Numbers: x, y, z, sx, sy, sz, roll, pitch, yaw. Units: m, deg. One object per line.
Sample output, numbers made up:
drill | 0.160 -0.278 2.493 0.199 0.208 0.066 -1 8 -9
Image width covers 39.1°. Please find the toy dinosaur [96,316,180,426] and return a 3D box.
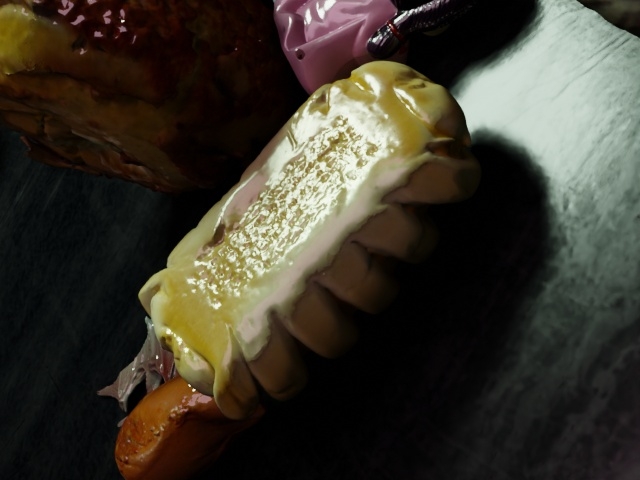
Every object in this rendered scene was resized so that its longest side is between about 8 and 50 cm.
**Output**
toy dinosaur | -0.172 0.131 0.925 0.220 0.032 0.108 -24 62 47

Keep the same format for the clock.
clock | 0.050 -0.242 0.814 0.195 0.100 0.194 -28 56 24

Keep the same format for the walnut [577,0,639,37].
walnut | 0.232 -0.235 0.567 0.224 0.224 0.224 -18 62 38

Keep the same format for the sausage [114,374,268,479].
sausage | -0.122 0.168 0.822 0.179 0.089 0.089 -36 52 27

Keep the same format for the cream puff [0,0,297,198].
cream puff | -0.177 -0.179 0.859 0.350 0.350 0.229 10 74 45

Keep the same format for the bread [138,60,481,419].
bread | 0.000 0.000 0.734 0.311 0.121 0.173 -46 50 6
